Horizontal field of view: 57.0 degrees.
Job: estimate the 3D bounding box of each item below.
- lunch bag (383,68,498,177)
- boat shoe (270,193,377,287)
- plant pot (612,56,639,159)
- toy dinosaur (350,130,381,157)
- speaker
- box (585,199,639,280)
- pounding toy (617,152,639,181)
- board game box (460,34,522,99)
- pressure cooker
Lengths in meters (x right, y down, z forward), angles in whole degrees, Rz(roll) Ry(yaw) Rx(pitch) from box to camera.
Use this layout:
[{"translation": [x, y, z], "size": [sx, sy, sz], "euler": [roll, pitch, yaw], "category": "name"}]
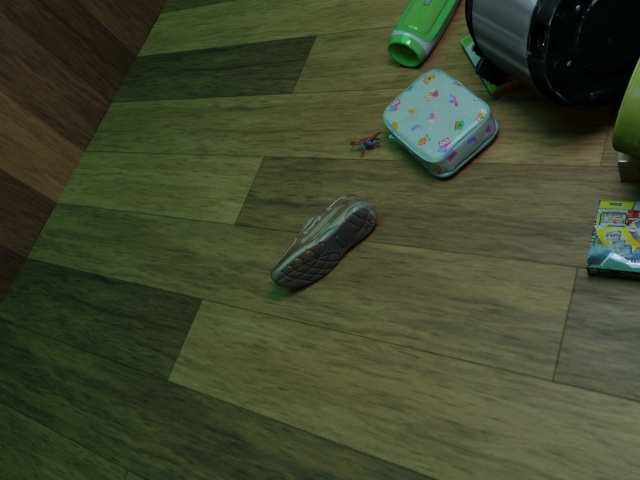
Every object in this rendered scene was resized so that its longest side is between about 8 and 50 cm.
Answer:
[{"translation": [0.303, -0.305, 1.539], "size": [0.224, 0.108, 0.279], "euler": [-44, 47, 9], "category": "lunch bag"}, {"translation": [0.000, 0.000, 1.556], "size": [0.324, 0.123, 0.116], "euler": [-37, 42, 0], "category": "boat shoe"}, {"translation": [0.725, -0.223, 1.014], "size": [0.353, 0.366, 0.367], "euler": [24, 78, 29], "category": "plant pot"}, {"translation": [0.126, -0.285, 1.670], "size": [0.082, 0.090, 0.047], "euler": [5, 44, 0], "category": "toy dinosaur"}, {"translation": [0.313, -0.662, 1.733], "size": [0.131, 0.131, 0.297], "euler": [20, 76, 39], "category": "speaker"}, {"translation": [0.665, 0.003, 1.168], "size": [0.233, 0.044, 0.159], "euler": [6, 67, 35], "category": "box"}, {"translation": [0.734, -0.235, 1.232], "size": [0.181, 0.094, 0.206], "euler": [3, 65, 34], "category": "pounding toy"}, {"translation": [0.475, -0.502, 1.597], "size": [0.124, 0.039, 0.259], "euler": [-26, 50, 16], "category": "board game box"}, {"translation": [0.536, -0.534, 1.317], "size": [0.369, 0.376, 0.420], "euler": [-23, 38, -3], "category": "pressure cooker"}]
